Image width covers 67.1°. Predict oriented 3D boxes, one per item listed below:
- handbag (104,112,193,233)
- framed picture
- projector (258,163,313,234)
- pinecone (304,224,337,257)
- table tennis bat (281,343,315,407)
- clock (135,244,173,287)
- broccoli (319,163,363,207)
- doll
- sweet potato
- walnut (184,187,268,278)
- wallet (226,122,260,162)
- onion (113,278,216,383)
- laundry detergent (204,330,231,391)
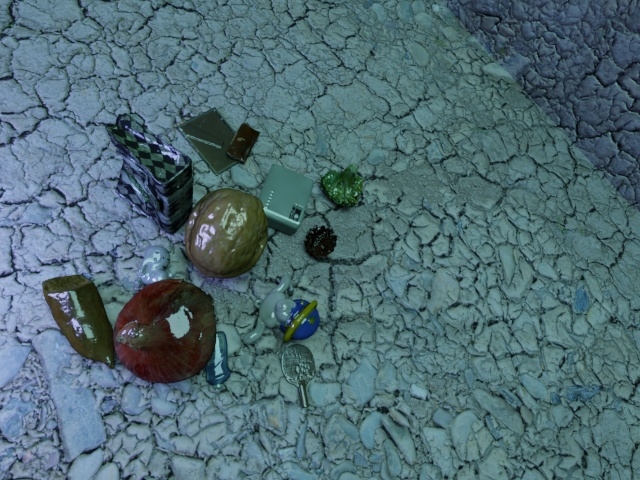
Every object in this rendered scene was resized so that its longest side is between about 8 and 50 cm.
[{"bbox_3d":[-0.608,-0.234,1.722,0.317,0.416,0.180,39,64,3],"label":"handbag"},{"bbox_3d":[-0.452,-0.430,2.077,0.209,0.019,0.281,-36,82,-26],"label":"framed picture"},{"bbox_3d":[-0.155,-0.171,2.017,0.198,0.108,0.250,21,62,-8],"label":"projector"},{"bbox_3d":[-0.001,-0.001,1.987,0.140,0.140,0.121,-12,40,-22],"label":"pinecone"},{"bbox_3d":[-0.077,0.506,1.811,0.131,0.022,0.234,-3,67,-20],"label":"table tennis bat"},{"bbox_3d":[-0.595,0.103,1.776,0.117,0.080,0.176,16,65,-11],"label":"clock"},{"bbox_3d":[0.107,-0.252,2.087,0.194,0.194,0.219,-17,69,-23],"label":"broccoli"},{"bbox_3d":[-0.141,0.293,1.799,0.242,0.159,0.311,45,66,2],"label":"doll"},{"bbox_3d":[-0.790,0.271,1.613,0.158,0.158,0.369,-24,84,-25],"label":"sweet potato"},{"bbox_3d":[-0.344,-0.021,1.785,0.306,0.306,0.343,27,86,-6],"label":"walnut"},{"bbox_3d":[-0.333,-0.422,2.085,0.095,0.026,0.176,27,65,-14],"label":"wallet"},{"bbox_3d":[-0.512,0.294,1.609,0.354,0.353,0.353,6,67,-15],"label":"onion"},{"bbox_3d":[-0.372,0.432,1.722,0.097,0.061,0.206,-4,70,-21],"label":"laundry detergent"}]
